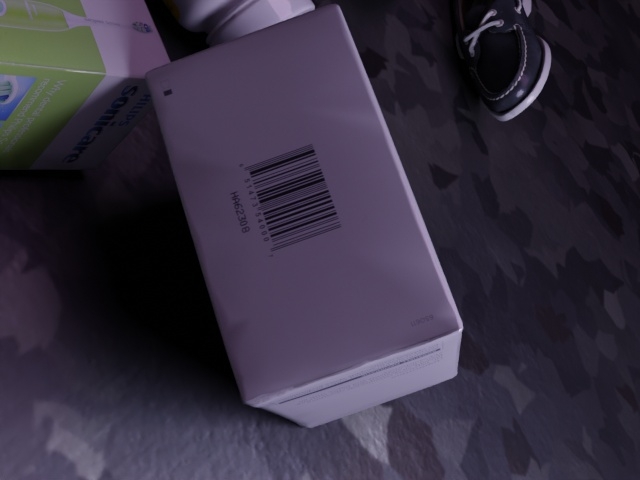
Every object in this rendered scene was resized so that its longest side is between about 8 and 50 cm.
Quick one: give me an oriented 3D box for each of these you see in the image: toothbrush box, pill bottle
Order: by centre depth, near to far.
[{"bbox_3d":[-0.261,-0.159,0.547,0.283,0.122,0.206,-7,66,-48],"label":"toothbrush box"},{"bbox_3d":[-0.105,-0.263,0.792,0.208,0.119,0.119,54,39,-5],"label":"pill bottle"}]

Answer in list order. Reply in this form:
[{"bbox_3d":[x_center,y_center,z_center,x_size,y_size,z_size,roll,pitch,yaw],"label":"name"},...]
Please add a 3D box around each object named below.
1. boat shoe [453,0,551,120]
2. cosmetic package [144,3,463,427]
[{"bbox_3d":[0.222,-0.270,1.158,0.091,0.114,0.302,36,31,-26],"label":"boat shoe"},{"bbox_3d":[0.000,0.000,0.629,0.224,0.138,0.224,66,4,-74],"label":"cosmetic package"}]
